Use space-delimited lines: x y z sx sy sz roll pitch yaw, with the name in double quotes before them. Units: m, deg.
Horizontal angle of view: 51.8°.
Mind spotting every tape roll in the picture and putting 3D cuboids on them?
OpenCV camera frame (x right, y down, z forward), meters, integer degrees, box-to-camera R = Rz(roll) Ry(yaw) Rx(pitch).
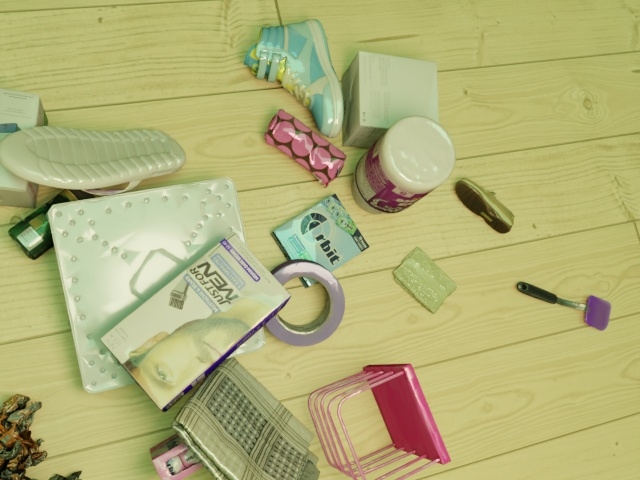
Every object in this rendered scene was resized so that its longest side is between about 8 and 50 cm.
"tape roll" -0.043 0.138 1.486 0.189 0.080 0.189 -1 95 -8

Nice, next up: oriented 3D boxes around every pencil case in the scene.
"pencil case" -0.039 -0.221 1.591 0.209 0.095 0.098 35 87 -3

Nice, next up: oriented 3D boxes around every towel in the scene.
"towel" -0.128 0.405 1.334 0.056 0.312 0.324 -41 92 16
"towel" 0.259 0.099 1.633 0.148 0.027 0.110 45 72 -2

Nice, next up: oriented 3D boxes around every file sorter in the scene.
"file sorter" 0.104 0.389 1.391 0.182 0.290 0.202 -20 84 -16

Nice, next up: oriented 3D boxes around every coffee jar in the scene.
"coffee jar" -0.563 -0.044 1.403 0.184 0.096 0.079 -42 94 -20

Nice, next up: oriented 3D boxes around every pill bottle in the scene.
"pill bottle" 0.175 -0.156 1.519 0.169 0.301 0.169 3 77 -14

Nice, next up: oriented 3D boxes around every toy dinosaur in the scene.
"toy dinosaur" -0.601 0.473 1.279 0.218 0.164 0.322 16 97 2

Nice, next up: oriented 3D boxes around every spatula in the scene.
"spatula" 0.639 0.162 1.721 0.296 0.030 0.084 18 76 -11

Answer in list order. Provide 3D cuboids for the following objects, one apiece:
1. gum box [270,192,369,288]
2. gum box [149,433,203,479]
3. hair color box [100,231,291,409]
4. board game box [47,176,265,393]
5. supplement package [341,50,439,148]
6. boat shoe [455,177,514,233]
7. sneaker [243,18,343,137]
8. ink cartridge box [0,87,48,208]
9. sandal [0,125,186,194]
"gum box" 0.000 0.000 1.576 0.184 0.041 0.157 -33 89 -18
"gum box" -0.280 0.430 1.327 0.107 0.188 0.062 -27 88 -19
"hair color box" -0.246 0.162 1.336 0.339 0.110 0.185 -41 84 -17
"board game box" -0.341 0.086 1.410 0.390 0.050 0.390 -12 93 -22
"supplement package" 0.170 -0.338 1.638 0.203 0.149 0.194 4 77 -15
"boat shoe" 0.428 -0.101 1.710 0.190 0.068 0.072 43 58 -13
"sneaker" -0.071 -0.385 1.599 0.208 0.127 0.319 -9 71 -19
"ink cartridge box" -0.639 -0.187 1.382 0.093 0.154 0.212 7 76 -14
"sandal" -0.462 -0.152 1.386 0.416 0.102 0.169 -10 52 -47
